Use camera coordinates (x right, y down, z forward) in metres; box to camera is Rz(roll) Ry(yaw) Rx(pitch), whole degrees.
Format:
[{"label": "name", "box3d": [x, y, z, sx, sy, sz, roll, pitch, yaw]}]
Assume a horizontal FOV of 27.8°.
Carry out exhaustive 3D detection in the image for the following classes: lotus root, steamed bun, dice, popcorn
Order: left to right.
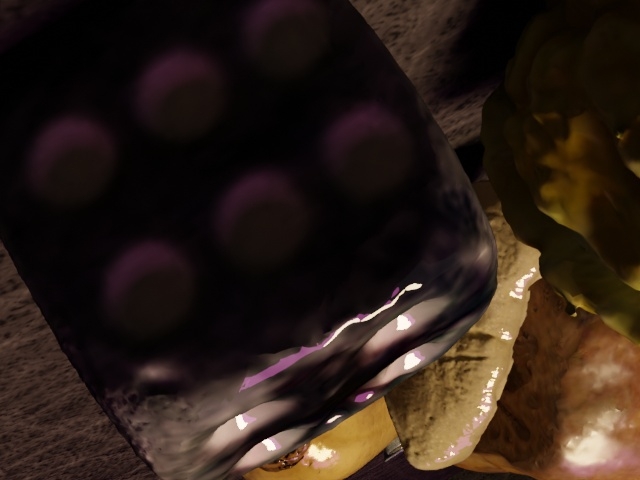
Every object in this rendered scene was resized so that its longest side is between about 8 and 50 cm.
[{"label": "dice", "box3d": [-0.036, -0.005, 0.593, 0.182, 0.181, 0.183, -33, 163, -5]}, {"label": "lotus root", "box3d": [-0.004, 0.131, 1.092, 0.131, 0.146, 0.303, 3, -177, 21]}, {"label": "steamed bun", "box3d": [0.100, 0.031, 1.021, 0.110, 0.231, 0.212, 18, 122, -11]}, {"label": "lotus root", "box3d": [0.216, 0.088, 1.202, 0.250, 0.316, 0.316, -10, 152, -46]}, {"label": "popcorn", "box3d": [0.246, -0.061, 0.776, 0.247, 0.282, 0.282, -11, 155, -27]}]

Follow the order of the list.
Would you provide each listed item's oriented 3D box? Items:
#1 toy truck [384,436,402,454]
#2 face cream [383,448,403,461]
[{"label": "toy truck", "box3d": [0.124, 0.153, 1.463, 0.114, 0.098, 0.227, -18, 159, -40]}, {"label": "face cream", "box3d": [0.247, 0.177, 1.767, 0.385, 0.086, 0.135, -34, -172, 11]}]
